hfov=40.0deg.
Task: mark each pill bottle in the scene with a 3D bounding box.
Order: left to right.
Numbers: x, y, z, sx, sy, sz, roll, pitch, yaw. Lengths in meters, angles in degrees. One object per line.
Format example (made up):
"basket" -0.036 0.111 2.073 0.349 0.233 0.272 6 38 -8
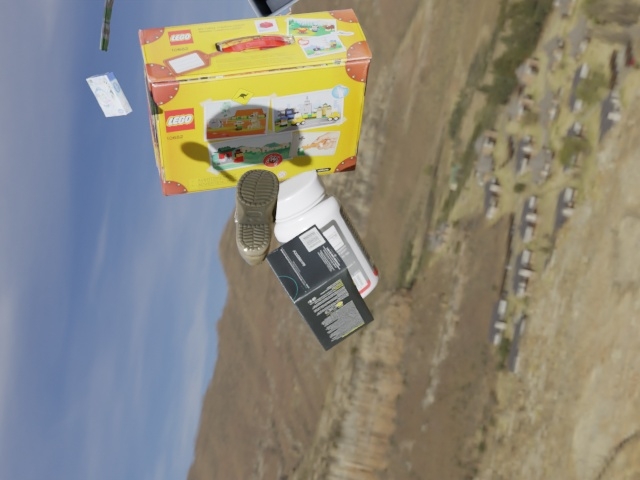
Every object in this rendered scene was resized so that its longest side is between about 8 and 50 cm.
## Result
"pill bottle" 0.000 0.000 1.929 0.283 0.161 0.161 60 -163 -20

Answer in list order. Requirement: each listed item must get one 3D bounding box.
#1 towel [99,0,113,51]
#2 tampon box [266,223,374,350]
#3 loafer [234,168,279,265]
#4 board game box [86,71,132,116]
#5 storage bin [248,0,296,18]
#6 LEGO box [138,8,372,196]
"towel" -0.543 -0.560 2.245 0.113 0.023 0.151 -135 53 -69
"tampon box" 0.000 0.079 1.448 0.120 0.101 0.161 54 175 40
"loafer" -0.083 -0.029 1.095 0.050 0.056 0.148 102 176 -48
"board game box" -0.440 -0.303 1.832 0.020 0.090 0.090 -38 -63 -33
"storage bin" -0.104 -0.633 2.290 0.135 0.098 0.091 -29 8 20
"LEGO box" -0.157 -0.325 2.102 0.372 0.501 0.193 96 161 -50
